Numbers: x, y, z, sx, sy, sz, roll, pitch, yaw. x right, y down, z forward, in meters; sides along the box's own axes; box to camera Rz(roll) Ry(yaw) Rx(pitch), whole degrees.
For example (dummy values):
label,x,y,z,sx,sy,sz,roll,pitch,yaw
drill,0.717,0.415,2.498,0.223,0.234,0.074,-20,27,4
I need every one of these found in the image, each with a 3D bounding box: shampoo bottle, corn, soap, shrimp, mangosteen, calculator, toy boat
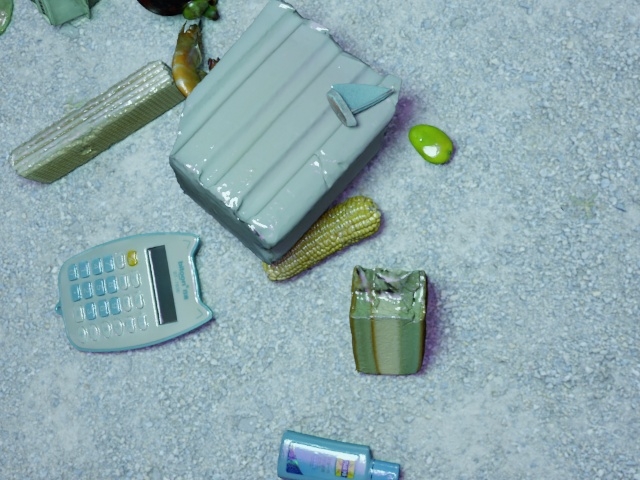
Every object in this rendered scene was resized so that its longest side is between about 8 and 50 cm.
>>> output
label,x,y,z,sx,sy,sz,roll,pitch,yaw
shampoo bottle,0.041,0.478,1.567,0.259,0.061,0.103,8,87,10
corn,0.000,0.000,1.602,0.292,0.101,0.101,-33,80,9
soap,-0.086,-0.219,1.529,0.350,0.213,0.435,38,77,7
shrimp,-0.277,-0.405,1.677,0.068,0.150,0.248,-24,60,33
mangosteen,-0.322,-0.604,1.670,0.216,0.216,0.216,-1,85,10
calculator,-0.437,0.121,1.689,0.387,0.054,0.256,-12,83,10
toy boat,0.080,-0.281,1.433,0.122,0.034,0.096,-29,78,-17

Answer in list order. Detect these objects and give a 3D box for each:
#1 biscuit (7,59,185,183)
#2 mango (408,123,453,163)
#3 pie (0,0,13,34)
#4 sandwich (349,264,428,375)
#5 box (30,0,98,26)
label,x,y,z,sx,sy,sz,roll,pitch,yaw
biscuit,-0.511,-0.267,1.692,0.426,0.144,0.078,-31,81,7
mango,0.238,-0.211,1.597,0.108,0.056,0.073,37,86,14
pie,-0.853,-0.579,1.831,0.187,0.041,0.186,-1,84,9
sandwich,0.138,0.170,1.508,0.155,0.198,0.227,2,85,10
box,-0.639,-0.664,1.712,0.166,0.220,0.290,-37,79,-17
